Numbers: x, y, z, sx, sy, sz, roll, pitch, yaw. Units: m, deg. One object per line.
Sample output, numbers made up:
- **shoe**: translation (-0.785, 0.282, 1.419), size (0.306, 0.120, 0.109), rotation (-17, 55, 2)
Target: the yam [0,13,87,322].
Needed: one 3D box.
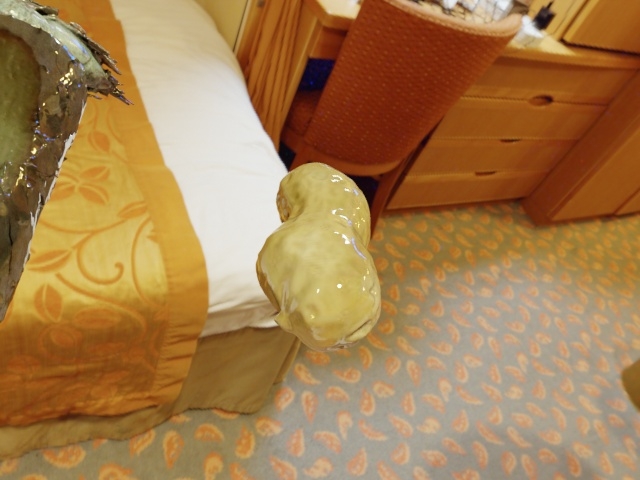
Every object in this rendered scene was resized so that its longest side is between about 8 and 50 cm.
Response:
- **yam**: translation (-0.293, -0.053, 0.436), size (0.153, 0.154, 0.255), rotation (12, 60, -18)

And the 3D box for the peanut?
- **peanut**: translation (0.000, 0.000, 0.540), size (0.117, 0.101, 0.263), rotation (12, 38, -6)

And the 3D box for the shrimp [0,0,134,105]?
- **shrimp**: translation (-0.332, -0.237, 0.720), size (0.079, 0.090, 0.233), rotation (47, 4, 29)
